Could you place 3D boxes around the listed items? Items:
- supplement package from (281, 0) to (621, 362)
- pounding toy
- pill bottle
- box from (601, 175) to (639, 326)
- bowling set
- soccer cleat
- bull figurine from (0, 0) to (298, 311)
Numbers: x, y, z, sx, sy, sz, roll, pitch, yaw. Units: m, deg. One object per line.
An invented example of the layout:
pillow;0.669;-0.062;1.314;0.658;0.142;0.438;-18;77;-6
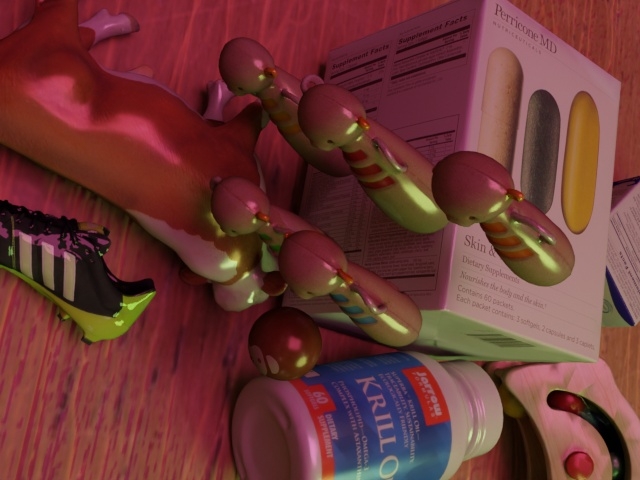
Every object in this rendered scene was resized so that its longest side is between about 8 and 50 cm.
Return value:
supplement package;0.120;-0.039;0.737;0.199;0.198;0.262;20;72;-36
pounding toy;0.258;0.237;0.876;0.154;0.155;0.269;-31;91;-5
pill bottle;0.047;0.161;0.711;0.222;0.124;0.124;-5;86;-35
box;0.345;0.014;0.965;0.137;0.072;0.126;-38;104;-33
bowling set;0.000;0.000;0.548;0.154;0.287;0.199;37;85;-43
soccer cleat;-0.199;0.003;0.599;0.072;0.060;0.179;-44;117;4
bull figurine;-0.120;-0.078;0.650;0.310;0.101;0.188;34;60;-30
